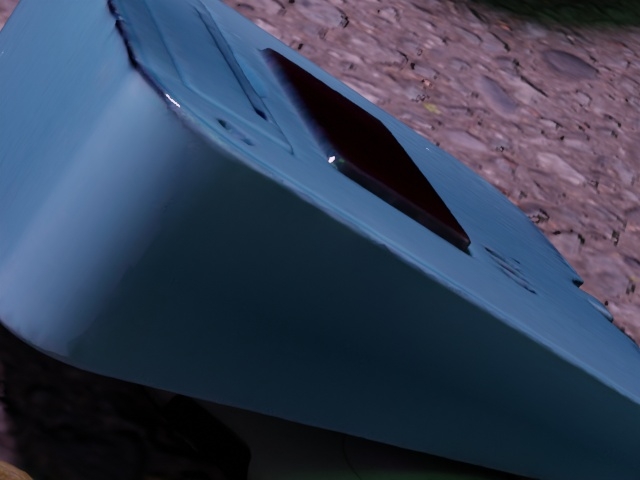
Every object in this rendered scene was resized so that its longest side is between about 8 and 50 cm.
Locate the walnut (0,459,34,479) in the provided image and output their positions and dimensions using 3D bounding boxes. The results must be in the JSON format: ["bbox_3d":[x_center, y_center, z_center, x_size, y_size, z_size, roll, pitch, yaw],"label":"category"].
[{"bbox_3d":[-0.099,0.094,0.453,0.092,0.092,0.092,19,31,-12],"label":"walnut"}]

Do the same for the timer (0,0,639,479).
[{"bbox_3d":[0.000,0.000,0.651,0.250,0.091,0.232,28,14,-24],"label":"timer"}]

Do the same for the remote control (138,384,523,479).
[{"bbox_3d":[0.029,0.087,0.587,0.256,0.045,0.097,35,27,25],"label":"remote control"}]
